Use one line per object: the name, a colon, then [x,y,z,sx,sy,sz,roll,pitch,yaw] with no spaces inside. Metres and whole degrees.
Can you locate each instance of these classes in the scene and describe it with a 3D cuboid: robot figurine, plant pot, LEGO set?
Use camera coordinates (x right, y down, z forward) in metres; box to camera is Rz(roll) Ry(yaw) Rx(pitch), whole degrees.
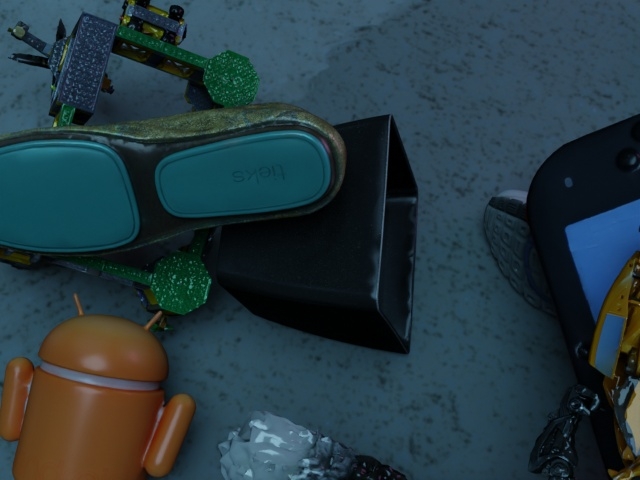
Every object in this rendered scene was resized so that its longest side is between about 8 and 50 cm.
robot figurine: [-0.214,0.166,0.843,0.158,0.128,0.219,8,85,43]
plant pot: [0.000,0.000,0.885,0.167,0.188,0.187,0,70,16]
robot figurine: [0.273,0.123,0.638,0.211,0.085,0.291,15,73,17]
LEGO set: [-0.216,-0.073,0.942,0.255,0.192,0.331,9,80,-24]

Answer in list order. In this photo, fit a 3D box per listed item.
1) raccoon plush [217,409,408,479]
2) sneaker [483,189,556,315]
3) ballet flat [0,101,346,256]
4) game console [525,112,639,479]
raccoon plush: [0.066,0.369,0.689,0.446,0.216,0.299,26,66,0]
sneaker: [0.307,0.024,0.902,0.297,0.111,0.129,28,45,21]
ballet flat: [-0.149,-0.059,0.785,0.348,0.123,0.123,-6,70,5]
game console: [0.366,0.046,0.711,0.342,0.060,0.387,-24,65,26]
